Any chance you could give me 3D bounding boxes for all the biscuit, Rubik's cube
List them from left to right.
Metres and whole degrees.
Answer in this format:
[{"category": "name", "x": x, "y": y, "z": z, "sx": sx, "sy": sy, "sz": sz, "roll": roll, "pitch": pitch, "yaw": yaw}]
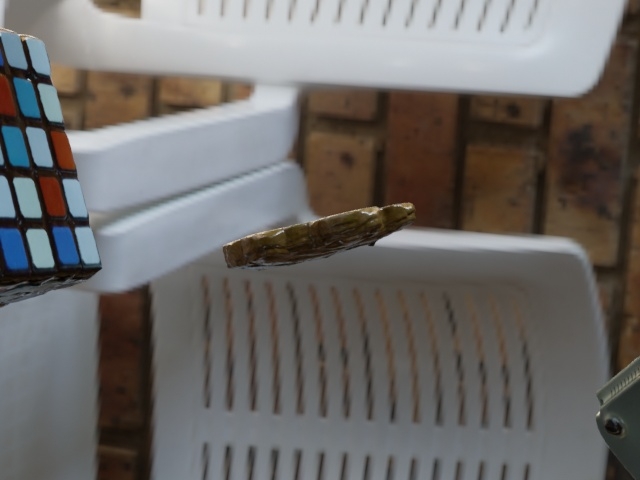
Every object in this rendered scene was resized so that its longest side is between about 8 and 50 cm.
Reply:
[{"category": "Rubik's cube", "x": -0.279, "y": -0.036, "z": 0.959, "sx": 0.182, "sy": 0.187, "sz": 0.184, "roll": 2, "pitch": 75, "yaw": -72}, {"category": "biscuit", "x": 0.000, "y": 0.000, "z": 1.608, "sx": 0.290, "sy": 0.208, "sz": 0.041, "roll": 164, "pitch": -87, "yaw": -71}]

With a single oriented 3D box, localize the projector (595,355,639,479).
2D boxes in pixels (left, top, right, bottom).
[{"category": "projector", "x": 0.311, "y": 0.146, "z": 0.912, "sx": 0.108, "sy": 0.250, "sz": 0.198, "roll": -30, "pitch": 166, "yaw": -29}]
